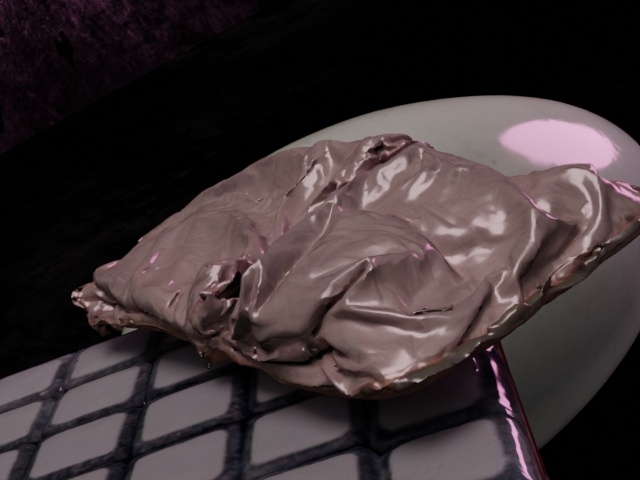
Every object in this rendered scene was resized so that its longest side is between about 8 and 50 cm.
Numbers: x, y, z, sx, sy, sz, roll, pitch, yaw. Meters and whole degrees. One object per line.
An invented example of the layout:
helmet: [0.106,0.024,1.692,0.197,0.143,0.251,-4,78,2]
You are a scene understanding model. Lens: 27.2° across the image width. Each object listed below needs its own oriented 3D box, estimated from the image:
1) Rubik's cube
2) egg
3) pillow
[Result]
Rubik's cube: [-0.010,0.161,0.516,0.237,0.237,0.238,-19,18,5]
egg: [0.053,0.036,0.778,0.371,0.230,0.230,-29,20,-26]
pillow: [0.000,0.000,0.510,0.135,0.049,0.248,-36,21,-26]
